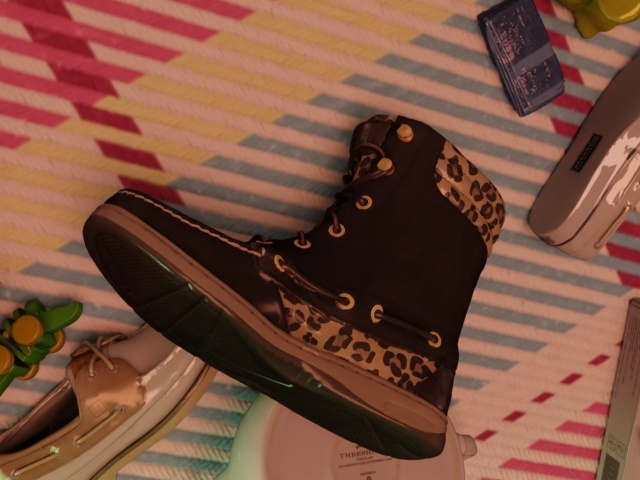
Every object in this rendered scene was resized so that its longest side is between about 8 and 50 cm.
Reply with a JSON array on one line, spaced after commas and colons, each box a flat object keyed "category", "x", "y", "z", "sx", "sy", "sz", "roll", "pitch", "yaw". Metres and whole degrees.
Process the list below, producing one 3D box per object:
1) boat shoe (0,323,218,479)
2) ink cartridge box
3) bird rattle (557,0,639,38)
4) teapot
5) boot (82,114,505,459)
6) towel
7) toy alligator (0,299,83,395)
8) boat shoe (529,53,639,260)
[{"category": "boat shoe", "x": -0.202, "y": 0.148, "z": 0.920, "sx": 0.103, "sy": 0.113, "sz": 0.302, "roll": 41, "pitch": 89, "yaw": -25}, {"category": "ink cartridge box", "x": 0.473, "y": 0.214, "z": 1.162, "sx": 0.238, "sy": 0.060, "sz": 0.275, "roll": 4, "pitch": 102, "yaw": -16}, {"category": "bird rattle", "x": 0.267, "y": -0.332, "z": 0.958, "sx": 0.253, "sy": 0.143, "sz": 0.207, "roll": 38, "pitch": 74, "yaw": -13}, {"category": "teapot", "x": 0.017, "y": 0.245, "z": 0.976, "sx": 0.256, "sy": 0.187, "sz": 0.253, "roll": 35, "pitch": 61, "yaw": -3}, {"category": "boot", "x": 0.000, "y": 0.000, "z": 0.884, "sx": 0.377, "sy": 0.138, "sz": 0.284, "roll": 32, "pitch": 62, "yaw": -10}, {"category": "towel", "x": 0.217, "y": -0.198, "z": 1.003, "sx": 0.067, "sy": 0.029, "sz": 0.119, "roll": -31, "pitch": 109, "yaw": -8}, {"category": "toy alligator", "x": -0.311, "y": 0.116, "z": 0.916, "sx": 0.190, "sy": 0.056, "sz": 0.051, "roll": -45, "pitch": 69, "yaw": -1}, {"category": "boat shoe", "x": 0.340, "y": -0.097, "z": 1.030, "sx": 0.088, "sy": 0.096, "sz": 0.268, "roll": 30, "pitch": 94, "yaw": -24}]
